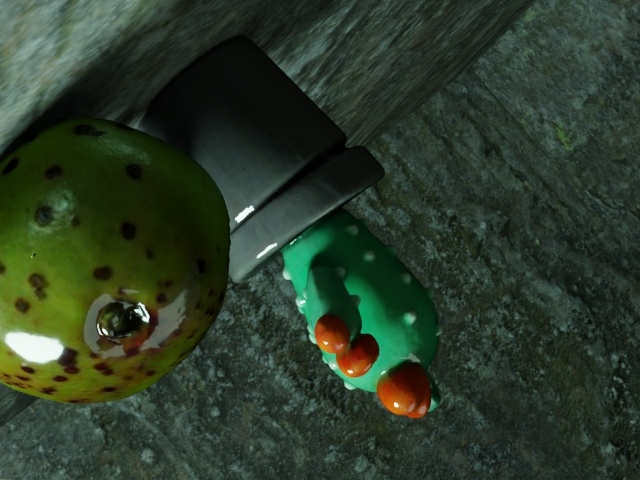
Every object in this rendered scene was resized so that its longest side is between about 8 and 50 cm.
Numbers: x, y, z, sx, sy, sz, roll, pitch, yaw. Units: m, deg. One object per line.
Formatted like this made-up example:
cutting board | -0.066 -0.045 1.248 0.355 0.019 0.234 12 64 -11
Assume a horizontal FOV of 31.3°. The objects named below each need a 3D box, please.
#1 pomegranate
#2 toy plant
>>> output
pomegranate | -0.188 0.018 0.938 0.231 0.231 0.286 -40 -171 -6
toy plant | -0.002 0.002 1.128 0.185 0.400 0.279 -38 178 -16
